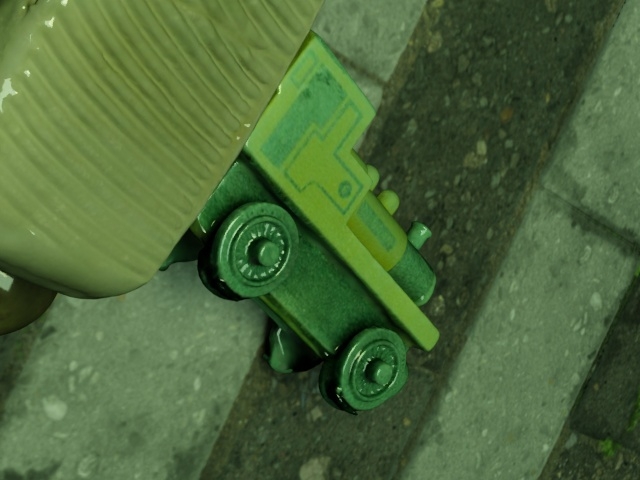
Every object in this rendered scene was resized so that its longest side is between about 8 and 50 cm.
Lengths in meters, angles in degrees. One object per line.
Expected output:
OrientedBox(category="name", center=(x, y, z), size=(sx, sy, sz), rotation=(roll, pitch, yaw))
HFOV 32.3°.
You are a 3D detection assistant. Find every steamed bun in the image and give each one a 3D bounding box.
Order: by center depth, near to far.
OrientedBox(category="steamed bun", center=(-0.165, -0.166, 0.826), size=(0.247, 0.236, 0.383), rotation=(28, 94, -48))

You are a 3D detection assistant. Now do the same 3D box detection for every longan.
OrientedBox(category="longan", center=(-0.257, 0.019, 0.903), size=(0.119, 0.106, 0.106), rotation=(-39, 125, -36))

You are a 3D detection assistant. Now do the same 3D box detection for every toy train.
OrientedBox(category="toy train", center=(0.000, 0.000, 1.055), size=(0.237, 0.150, 0.369), rotation=(-55, 129, -16))
